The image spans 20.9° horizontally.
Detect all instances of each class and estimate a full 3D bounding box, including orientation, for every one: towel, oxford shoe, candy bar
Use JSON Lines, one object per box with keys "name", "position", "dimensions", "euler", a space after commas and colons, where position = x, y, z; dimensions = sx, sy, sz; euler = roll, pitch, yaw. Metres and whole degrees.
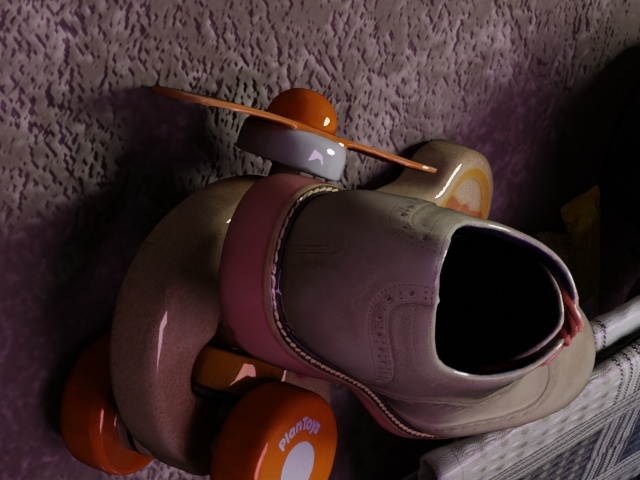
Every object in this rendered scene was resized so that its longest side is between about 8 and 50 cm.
{"name": "towel", "position": [0.186, 0.139, 1.288], "dimensions": [0.324, 0.056, 0.312], "euler": [-29, 156, -17]}
{"name": "oxford shoe", "position": [0.088, 0.053, 0.938], "dimensions": [0.348, 0.130, 0.123], "euler": [17, 82, -57]}
{"name": "candy bar", "position": [0.201, 0.030, 1.346], "dimensions": [0.040, 0.018, 0.161], "euler": [-31, 136, -27]}

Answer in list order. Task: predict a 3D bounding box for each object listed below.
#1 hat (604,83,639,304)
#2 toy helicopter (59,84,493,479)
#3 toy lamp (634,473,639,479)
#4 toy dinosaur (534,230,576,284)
{"name": "hat", "position": [0.302, -0.071, 1.297], "dimensions": [0.331, 0.134, 0.331], "euler": [-32, 152, -20]}
{"name": "toy helicopter", "position": [0.000, 0.000, 1.034], "dimensions": [0.355, 0.140, 0.235], "euler": [-28, 126, -50]}
{"name": "toy lamp", "position": [0.373, 0.124, 1.562], "dimensions": [0.274, 0.080, 0.080], "euler": [-58, 144, 0]}
{"name": "toy dinosaur", "position": [0.171, 0.096, 1.321], "dimensions": [0.112, 0.064, 0.211], "euler": [-28, 134, -36]}
